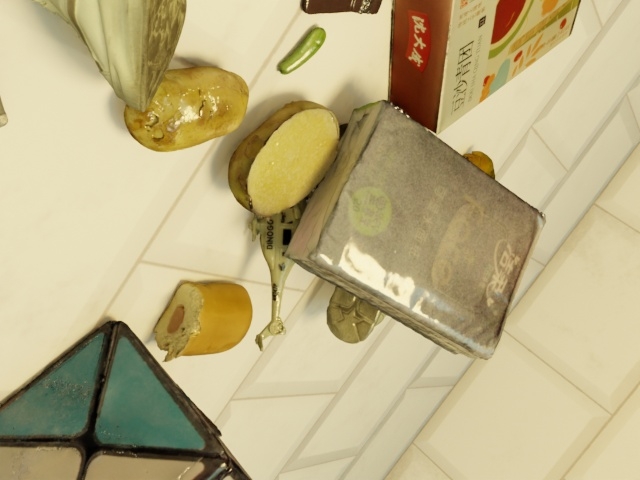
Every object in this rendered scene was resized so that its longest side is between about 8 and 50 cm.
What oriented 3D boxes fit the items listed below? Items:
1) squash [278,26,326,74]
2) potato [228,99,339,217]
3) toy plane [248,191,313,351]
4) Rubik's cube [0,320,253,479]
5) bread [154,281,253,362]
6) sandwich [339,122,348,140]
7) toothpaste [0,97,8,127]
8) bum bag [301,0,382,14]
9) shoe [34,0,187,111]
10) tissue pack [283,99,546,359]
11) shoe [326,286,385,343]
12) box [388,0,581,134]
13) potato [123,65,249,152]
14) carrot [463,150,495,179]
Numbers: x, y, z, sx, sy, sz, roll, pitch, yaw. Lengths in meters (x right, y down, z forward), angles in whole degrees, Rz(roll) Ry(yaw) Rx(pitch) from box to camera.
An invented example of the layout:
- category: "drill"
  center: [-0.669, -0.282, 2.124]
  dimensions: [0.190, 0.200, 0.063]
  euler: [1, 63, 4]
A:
- category: "squash"
  center: [-0.024, -0.266, 1.056]
  dimensions: [0.089, 0.027, 0.027]
  euler: [-48, 152, -1]
- category: "potato"
  center: [-0.061, -0.128, 1.114]
  dimensions: [0.200, 0.081, 0.164]
  euler: [-39, 142, -25]
- category: "toy plane"
  center: [-0.069, 0.039, 1.243]
  dimensions: [0.108, 0.092, 0.287]
  euler: [0, 102, -16]
- category: "Rubik's cube"
  center: [-0.304, 0.352, 1.115]
  dimensions: [0.307, 0.305, 0.310]
  euler: [-38, 153, -16]
- category: "bread"
  center: [-0.186, 0.137, 1.242]
  dimensions: [0.173, 0.085, 0.134]
  euler: [4, 121, -57]
- category: "sandwich"
  center: [0.031, -0.160, 1.259]
  dimensions: [0.135, 0.029, 0.067]
  euler: [-36, 153, -27]
- category: "toothpaste"
  center: [-0.345, -0.185, 0.666]
  dimensions: [0.096, 0.061, 0.266]
  euler: [-33, 155, -32]
- category: "bum bag"
  center: [0.044, -0.365, 1.034]
  dimensions: [0.159, 0.026, 0.109]
  euler: [-21, 141, -43]
- category: "shoe"
  center: [-0.215, -0.244, 0.702]
  dimensions: [0.316, 0.159, 0.124]
  euler: [124, -15, -62]
- category: "tissue pack"
  center: [0.169, -0.009, 1.239]
  dimensions: [0.394, 0.124, 0.288]
  euler: [32, 78, -26]
- category: "shoe"
  center: [0.130, 0.045, 1.565]
  dimensions: [0.342, 0.132, 0.210]
  euler: [-65, 168, 6]
- category: "box"
  center: [0.292, -0.417, 1.227]
  dimensions: [0.385, 0.122, 0.345]
  euler: [-37, 150, -23]
- category: "potato"
  center: [-0.164, -0.163, 0.921]
  dimensions: [0.170, 0.080, 0.107]
  euler: [-20, 152, -46]
- category: "carrot"
  center: [0.359, -0.091, 1.742]
  dimensions: [0.114, 0.114, 0.302]
  euler: [-44, 148, -12]
